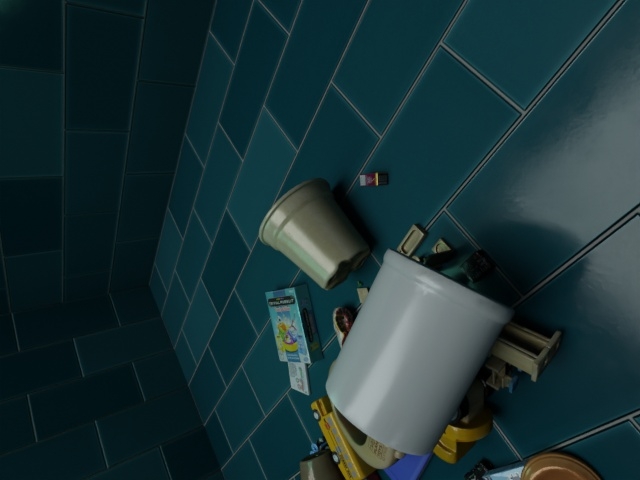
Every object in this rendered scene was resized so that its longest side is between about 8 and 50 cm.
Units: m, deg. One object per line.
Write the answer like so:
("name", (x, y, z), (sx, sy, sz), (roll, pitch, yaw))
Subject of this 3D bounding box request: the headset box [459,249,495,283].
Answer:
("headset box", (0.439, 0.076, 1.149), (0.062, 0.032, 0.083), (57, 137, 27))

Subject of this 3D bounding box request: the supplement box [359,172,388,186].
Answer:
("supplement box", (0.181, -0.207, 1.384), (0.083, 0.055, 0.043), (6, 103, 51))

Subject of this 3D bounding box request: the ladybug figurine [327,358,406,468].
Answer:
("ladybug figurine", (0.174, 0.581, 1.421), (0.449, 0.161, 0.305), (-139, 53, -59))

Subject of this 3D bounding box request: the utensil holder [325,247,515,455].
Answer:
("utensil holder", (0.227, 0.259, 1.003), (0.327, 0.327, 0.385), (31, 95, 43))

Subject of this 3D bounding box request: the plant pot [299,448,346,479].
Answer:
("plant pot", (0.022, 1.005, 1.685), (0.263, 0.263, 0.229), (-41, 63, 47))

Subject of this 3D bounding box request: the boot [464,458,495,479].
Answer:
("boot", (0.498, 0.724, 1.214), (0.121, 0.045, 0.099), (49, 126, 30))

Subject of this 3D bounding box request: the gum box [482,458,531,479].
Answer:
("gum box", (0.562, 0.689, 1.098), (0.184, 0.041, 0.157), (-41, 66, 35))

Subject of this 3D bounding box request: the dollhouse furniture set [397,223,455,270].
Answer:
("dollhouse furniture set", (0.290, 0.036, 1.250), (0.151, 0.123, 0.144), (53, 134, 30))

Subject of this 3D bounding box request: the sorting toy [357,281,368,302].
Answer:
("sorting toy", (0.161, 0.193, 1.529), (0.062, 0.012, 0.083), (-13, 91, 56))

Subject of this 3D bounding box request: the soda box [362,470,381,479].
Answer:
("soda box", (0.234, 1.041, 1.561), (0.263, 0.092, 0.083), (57, 137, 26))

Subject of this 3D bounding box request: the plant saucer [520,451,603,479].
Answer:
("plant saucer", (0.605, 0.636, 1.012), (0.200, 0.037, 0.200), (-3, 84, 32))

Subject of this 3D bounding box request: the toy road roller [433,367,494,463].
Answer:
("toy road roller", (0.344, 0.496, 1.221), (0.329, 0.202, 0.241), (6, 103, 48))

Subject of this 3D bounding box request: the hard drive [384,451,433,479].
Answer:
("hard drive", (0.293, 0.730, 1.463), (0.210, 0.040, 0.319), (39, 127, 39))

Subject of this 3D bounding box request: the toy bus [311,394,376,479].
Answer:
("toy bus", (0.092, 0.796, 1.669), (0.130, 0.108, 0.333), (-50, 60, 43))

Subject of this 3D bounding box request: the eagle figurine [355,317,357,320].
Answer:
("eagle figurine", (0.274, 0.237, 1.252), (0.298, 0.226, 0.225), (-4, 55, 45))

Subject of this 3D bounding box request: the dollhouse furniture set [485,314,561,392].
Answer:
("dollhouse furniture set", (0.521, 0.306, 1.052), (0.129, 0.129, 0.184), (25, 141, 45))

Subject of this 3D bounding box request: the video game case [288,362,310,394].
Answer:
("video game case", (-0.104, 0.645, 1.947), (0.143, 0.019, 0.157), (-3, 96, 51))

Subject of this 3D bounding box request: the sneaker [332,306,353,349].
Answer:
("sneaker", (0.104, 0.365, 1.598), (0.093, 0.088, 0.225), (-175, 73, -77))

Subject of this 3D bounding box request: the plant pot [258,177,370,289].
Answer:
("plant pot", (0.000, 0.000, 1.476), (0.305, 0.333, 0.334), (48, 132, 19))

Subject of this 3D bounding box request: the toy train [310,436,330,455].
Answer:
("toy train", (0.009, 0.979, 1.841), (0.105, 0.080, 0.184), (27, 116, 35))

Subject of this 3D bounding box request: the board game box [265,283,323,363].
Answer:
("board game box", (-0.127, 0.383, 1.871), (0.253, 0.079, 0.336), (-18, 84, 51))
